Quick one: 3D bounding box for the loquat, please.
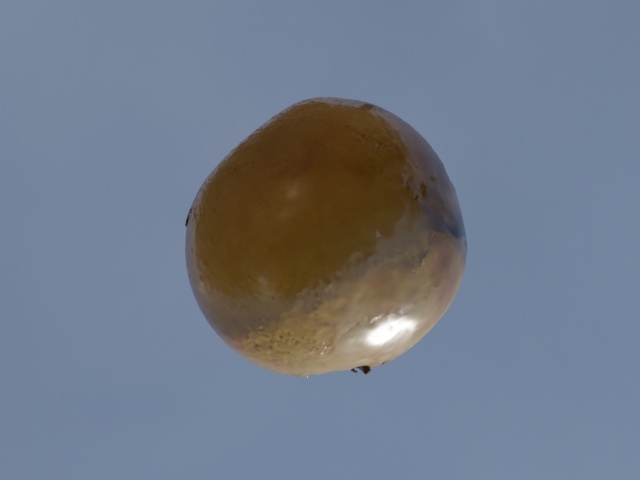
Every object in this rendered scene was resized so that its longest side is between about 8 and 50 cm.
[{"bbox_3d":[0.000,0.000,1.068,0.263,0.263,0.263,-21,-143,17],"label":"loquat"}]
